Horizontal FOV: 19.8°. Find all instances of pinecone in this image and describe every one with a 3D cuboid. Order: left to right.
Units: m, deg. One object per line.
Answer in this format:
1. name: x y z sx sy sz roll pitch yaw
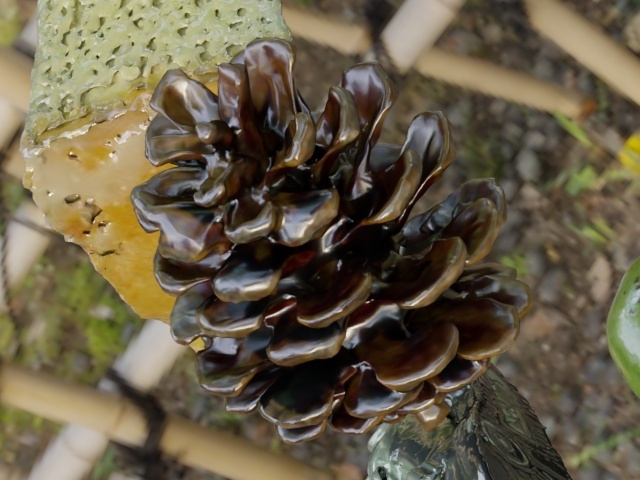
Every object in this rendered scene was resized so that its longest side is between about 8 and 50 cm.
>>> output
1. pinecone: 0.000 0.000 1.181 0.244 0.309 0.244 -20 35 15

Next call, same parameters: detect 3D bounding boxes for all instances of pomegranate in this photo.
1. pomegranate: 0.377 0.089 1.811 0.182 0.224 0.181 -2 85 18

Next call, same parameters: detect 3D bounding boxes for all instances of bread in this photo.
1. bread: -0.080 -0.098 1.513 0.279 0.315 0.248 -24 50 21

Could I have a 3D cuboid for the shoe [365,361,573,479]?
1. shoe: 0.100 0.190 1.364 0.149 0.109 0.293 -45 13 12
